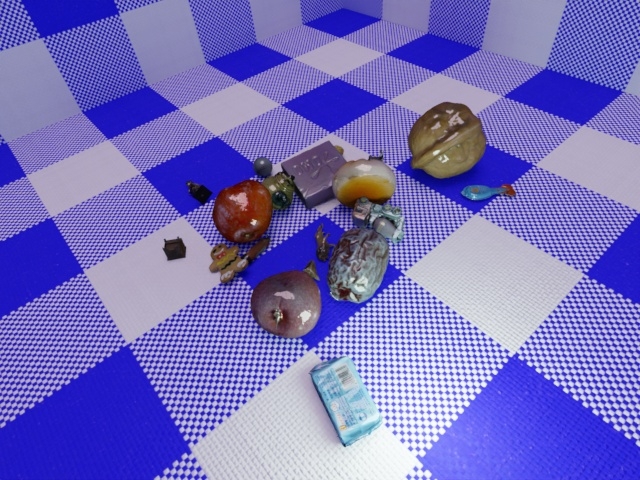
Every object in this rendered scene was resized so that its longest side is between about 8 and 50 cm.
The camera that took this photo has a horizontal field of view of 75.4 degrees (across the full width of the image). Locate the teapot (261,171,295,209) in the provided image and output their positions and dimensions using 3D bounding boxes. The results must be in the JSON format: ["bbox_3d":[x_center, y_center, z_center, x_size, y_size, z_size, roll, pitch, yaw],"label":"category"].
[{"bbox_3d":[-0.193,-0.255,1.990,0.182,0.173,0.270,-42,32,25],"label":"teapot"}]

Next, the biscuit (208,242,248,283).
[{"bbox_3d":[-0.411,0.082,1.783,0.158,0.035,0.240,-41,45,-11],"label":"biscuit"}]

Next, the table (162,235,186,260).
[{"bbox_3d":[-0.656,0.033,1.854,0.083,0.082,0.070,-10,47,-4],"label":"table"}]

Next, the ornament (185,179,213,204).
[{"bbox_3d":[-0.650,-0.259,2.143,0.203,0.088,0.081,27,78,43],"label":"ornament"}]

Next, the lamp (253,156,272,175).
[{"bbox_3d":[-0.306,-0.393,2.203,0.105,0.105,0.105,-3,47,3],"label":"lamp"}]

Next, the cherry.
[{"bbox_3d":[-0.121,0.226,1.528,0.261,0.221,0.307,16,37,9],"label":"cherry"}]

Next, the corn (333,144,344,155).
[{"bbox_3d":[0.058,-0.454,2.245,0.085,0.063,0.165,34,61,18],"label":"corn"}]

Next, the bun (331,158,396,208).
[{"bbox_3d":[0.194,-0.279,1.896,0.298,0.299,0.165,-4,60,3],"label":"bun"}]

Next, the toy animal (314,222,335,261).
[{"bbox_3d":[0.017,-0.006,1.829,0.086,0.069,0.220,-12,44,8],"label":"toy animal"}]

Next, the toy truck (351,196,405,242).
[{"bbox_3d":[0.261,-0.088,1.856,0.256,0.108,0.140,19,65,19],"label":"toy truck"}]

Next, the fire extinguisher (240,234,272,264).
[{"bbox_3d":[-0.279,0.035,1.834,0.062,0.050,0.177,19,50,34],"label":"fire extinguisher"}]

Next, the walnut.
[{"bbox_3d":[0.614,-0.491,2.039,0.383,0.384,0.384,-3,47,3],"label":"walnut"}]

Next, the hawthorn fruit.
[{"bbox_3d":[-0.346,-0.126,1.854,0.284,0.284,0.284,-3,47,3],"label":"hawthorn fruit"}]

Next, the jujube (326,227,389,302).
[{"bbox_3d":[0.146,0.092,1.632,0.225,0.226,0.317,16,56,20],"label":"jujube"}]

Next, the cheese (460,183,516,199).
[{"bbox_3d":[0.801,-0.233,1.978,0.255,0.037,0.106,-4,48,1],"label":"cheese"}]

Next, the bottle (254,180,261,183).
[{"bbox_3d":[-0.331,-0.238,2.091,0.060,0.060,0.164,-2,46,5],"label":"bottle"}]

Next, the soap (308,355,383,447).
[{"bbox_3d":[0.079,0.505,1.334,0.156,0.077,0.293,-21,47,-12],"label":"soap"}]

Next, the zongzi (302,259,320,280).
[{"bbox_3d":[-0.023,0.124,1.734,0.083,0.040,0.076,25,47,12],"label":"zongzi"}]

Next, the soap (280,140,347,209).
[{"bbox_3d":[-0.009,-0.330,2.074,0.296,0.107,0.285,-30,59,-10],"label":"soap"}]

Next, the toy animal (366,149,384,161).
[{"bbox_3d":[0.272,-0.385,2.145,0.269,0.082,0.137,-37,54,-24],"label":"toy animal"}]
